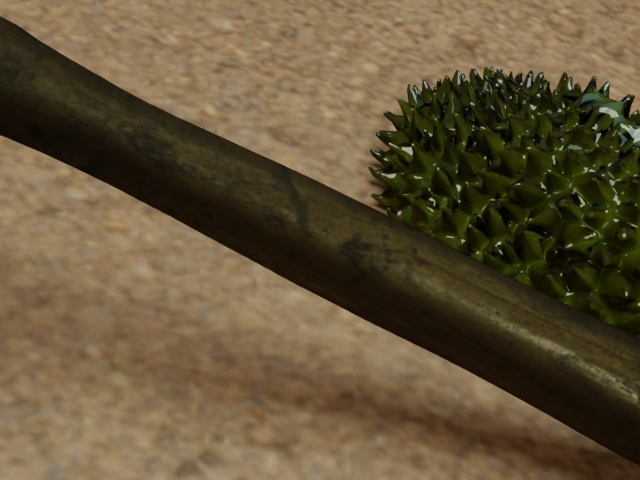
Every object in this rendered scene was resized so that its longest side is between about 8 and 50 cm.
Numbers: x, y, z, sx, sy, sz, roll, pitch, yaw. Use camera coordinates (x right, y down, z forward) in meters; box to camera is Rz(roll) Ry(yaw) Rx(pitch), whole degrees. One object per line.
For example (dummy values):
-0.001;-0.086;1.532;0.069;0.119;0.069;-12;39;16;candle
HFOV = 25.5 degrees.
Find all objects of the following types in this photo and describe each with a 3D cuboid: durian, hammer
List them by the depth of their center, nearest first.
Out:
0.000;0.000;0.528;0.440;0.168;0.044;26;43;-13;hammer
0.111;-0.028;0.663;0.137;0.095;0.221;-13;42;-34;durian
